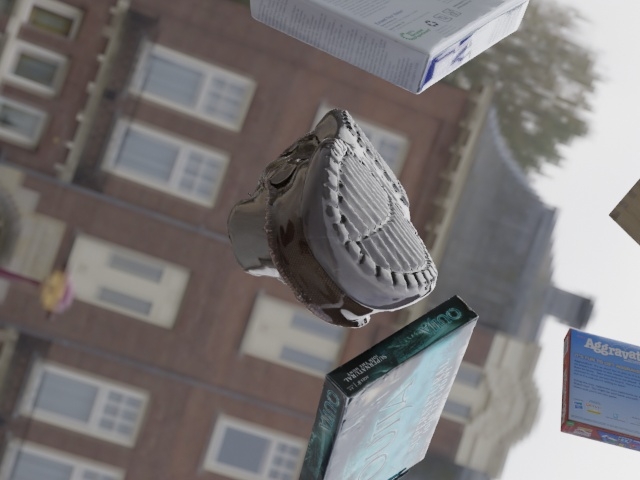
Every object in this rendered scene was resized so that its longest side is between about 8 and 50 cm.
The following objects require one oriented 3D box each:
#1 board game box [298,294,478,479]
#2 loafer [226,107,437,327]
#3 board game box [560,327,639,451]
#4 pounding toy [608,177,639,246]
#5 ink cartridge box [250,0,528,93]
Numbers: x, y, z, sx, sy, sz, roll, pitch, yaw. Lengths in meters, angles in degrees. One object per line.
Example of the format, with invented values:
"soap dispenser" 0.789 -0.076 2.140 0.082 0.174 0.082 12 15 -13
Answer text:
"board game box" 0.042 0.131 1.139 0.026 0.126 0.186 44 -34 25
"loafer" 0.000 0.000 1.209 0.130 0.134 0.366 -36 -173 9
"board game box" 0.422 0.197 1.859 0.027 0.281 0.145 109 -6 -47
"pounding toy" 0.403 -0.016 1.719 0.094 0.206 0.181 -52 -123 17
"ink cartridge box" 0.039 -0.216 1.357 0.223 0.224 0.045 -36 150 -54
